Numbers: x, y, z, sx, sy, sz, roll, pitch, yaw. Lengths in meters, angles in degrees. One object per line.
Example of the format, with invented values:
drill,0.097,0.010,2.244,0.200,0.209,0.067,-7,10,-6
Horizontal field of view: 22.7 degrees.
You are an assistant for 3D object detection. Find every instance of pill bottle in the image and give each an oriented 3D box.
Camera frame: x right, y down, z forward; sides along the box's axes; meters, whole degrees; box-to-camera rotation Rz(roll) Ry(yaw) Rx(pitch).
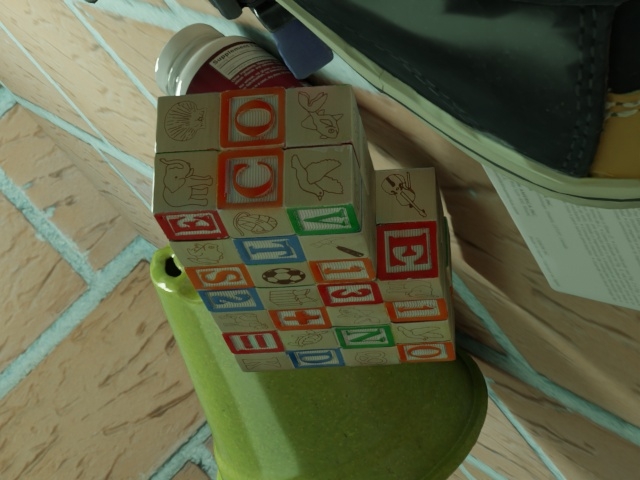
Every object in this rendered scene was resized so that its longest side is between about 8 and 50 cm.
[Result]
pill bottle,-0.054,-0.101,1.209,0.152,0.086,0.086,39,169,31

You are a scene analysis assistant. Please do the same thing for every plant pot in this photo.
plant pot,-0.019,0.086,1.442,0.276,0.276,0.254,29,150,58

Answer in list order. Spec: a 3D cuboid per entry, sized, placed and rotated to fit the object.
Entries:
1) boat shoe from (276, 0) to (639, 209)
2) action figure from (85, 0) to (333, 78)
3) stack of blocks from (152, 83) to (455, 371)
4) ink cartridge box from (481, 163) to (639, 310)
boat shoe,-0.048,-0.195,0.541,0.500,0.187,0.156,36,163,21
action figure,-0.151,-0.203,0.950,0.341,0.178,0.330,53,177,-31
stack of blocks,0.000,0.000,1.127,0.297,0.171,0.087,69,-161,-64
ink cartridge box,0.181,-0.024,0.721,0.232,0.066,0.189,10,149,36
